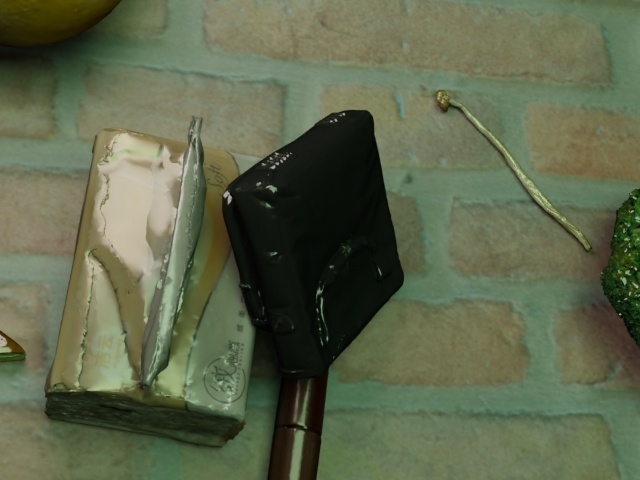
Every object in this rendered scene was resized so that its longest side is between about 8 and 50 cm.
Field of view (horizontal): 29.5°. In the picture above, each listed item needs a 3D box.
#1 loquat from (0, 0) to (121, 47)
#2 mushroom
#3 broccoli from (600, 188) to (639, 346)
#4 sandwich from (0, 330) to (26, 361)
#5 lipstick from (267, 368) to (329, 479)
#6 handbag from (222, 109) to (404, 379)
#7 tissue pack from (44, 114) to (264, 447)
[{"bbox_3d":[-0.330,-0.392,1.358,0.359,0.328,0.328,-39,84,-3],"label":"loquat"},{"bbox_3d":[0.253,-0.094,1.577,0.286,0.026,0.028,45,81,2],"label":"mushroom"},{"bbox_3d":[0.487,0.036,1.468,0.308,0.275,0.307,4,42,-4],"label":"broccoli"},{"bbox_3d":[-0.364,0.113,1.321,0.083,0.031,0.044,35,61,2],"label":"sandwich"},{"bbox_3d":[-0.031,0.262,1.345,0.057,0.057,0.356,12,69,-11],"label":"lipstick"},{"bbox_3d":[0.000,0.000,1.337,0.275,0.088,0.244,-45,125,-57],"label":"handbag"},{"bbox_3d":[-0.162,0.041,1.299,0.239,0.238,0.305,12,68,-11],"label":"tissue pack"}]
